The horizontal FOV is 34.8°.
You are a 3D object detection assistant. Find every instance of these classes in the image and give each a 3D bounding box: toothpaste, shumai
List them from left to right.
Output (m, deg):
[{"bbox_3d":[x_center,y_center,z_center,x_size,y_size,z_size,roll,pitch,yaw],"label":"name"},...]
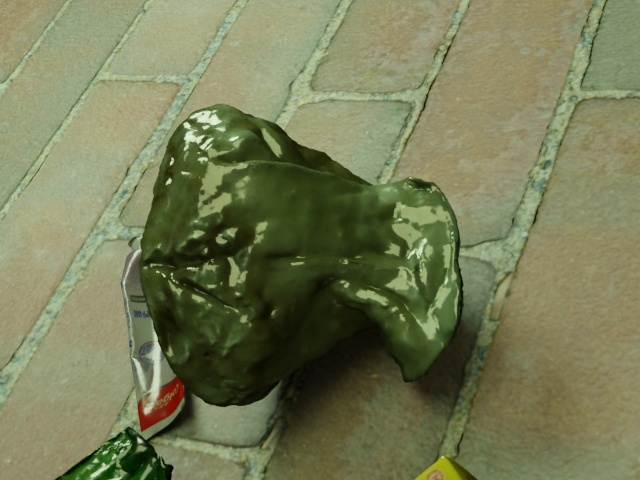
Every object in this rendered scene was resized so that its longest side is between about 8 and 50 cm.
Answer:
[{"bbox_3d":[-0.207,0.105,1.265,0.075,0.048,0.301,-20,48,4],"label":"toothpaste"},{"bbox_3d":[0.000,0.000,1.061,0.289,0.329,0.292,-10,4,36],"label":"shumai"}]

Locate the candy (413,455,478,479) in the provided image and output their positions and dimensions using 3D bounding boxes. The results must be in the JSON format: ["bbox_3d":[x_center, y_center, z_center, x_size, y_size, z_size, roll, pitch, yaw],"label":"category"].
[{"bbox_3d":[0.055,0.331,0.870,0.276,0.088,0.146,-40,44,5],"label":"candy"}]

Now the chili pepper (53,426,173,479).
[{"bbox_3d":[-0.236,0.362,0.978,0.213,0.167,0.385,18,48,19],"label":"chili pepper"}]
